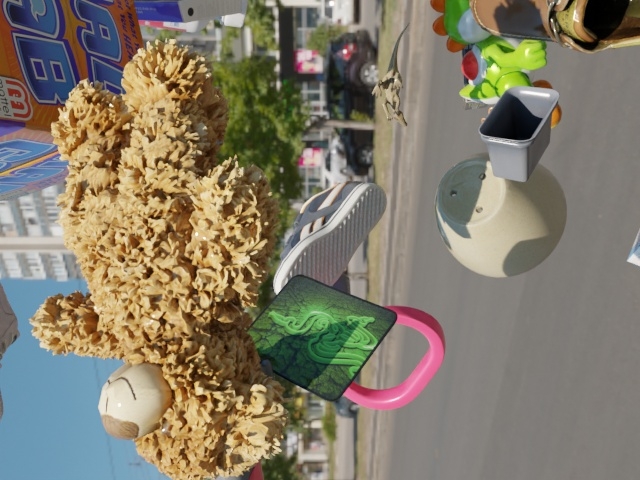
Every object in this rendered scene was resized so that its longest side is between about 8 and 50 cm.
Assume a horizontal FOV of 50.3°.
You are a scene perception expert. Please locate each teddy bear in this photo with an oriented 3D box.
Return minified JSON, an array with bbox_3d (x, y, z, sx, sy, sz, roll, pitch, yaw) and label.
[{"bbox_3d":[-0.130,0.014,0.512,0.113,0.245,0.337,10,-99,-64],"label":"teddy bear"}]

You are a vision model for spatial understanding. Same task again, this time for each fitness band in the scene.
[{"bbox_3d":[0.130,0.240,1.397,0.054,0.209,0.290,-78,13,-52],"label":"fitness band"}]

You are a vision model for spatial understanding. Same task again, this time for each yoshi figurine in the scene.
[{"bbox_3d":[0.366,-0.393,1.298,0.362,0.203,0.204,52,157,-26],"label":"yoshi figurine"}]

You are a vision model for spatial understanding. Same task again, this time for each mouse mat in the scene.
[{"bbox_3d":[-0.010,0.123,0.911,0.152,0.190,0.007,-50,-41,-26],"label":"mouse mat"}]

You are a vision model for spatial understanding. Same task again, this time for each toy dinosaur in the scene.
[{"bbox_3d":[0.125,-0.278,1.190,0.092,0.053,0.183,-63,-26,-56],"label":"toy dinosaur"}]

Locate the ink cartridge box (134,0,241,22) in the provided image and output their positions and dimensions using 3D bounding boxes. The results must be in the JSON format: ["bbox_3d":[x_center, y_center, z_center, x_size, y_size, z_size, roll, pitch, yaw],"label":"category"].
[{"bbox_3d":[-0.286,-0.424,1.237,0.208,0.206,0.045,-29,-55,-48],"label":"ink cartridge box"}]

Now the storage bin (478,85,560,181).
[{"bbox_3d":[0.296,-0.158,1.031,0.135,0.098,0.091,-51,-39,-33],"label":"storage bin"}]

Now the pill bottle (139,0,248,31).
[{"bbox_3d":[-0.370,-0.599,1.541,0.229,0.408,0.228,-175,90,-78],"label":"pill bottle"}]

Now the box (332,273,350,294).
[{"bbox_3d":[-0.002,0.150,1.766,0.207,0.108,0.153,35,-134,-61],"label":"box"}]

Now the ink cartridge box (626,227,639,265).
[{"bbox_3d":[0.685,-0.016,1.345,0.143,0.092,0.090,-62,-17,-17],"label":"ink cartridge box"}]

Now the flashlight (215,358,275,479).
[{"bbox_3d":[-0.081,0.305,0.848,0.103,0.103,0.304,-12,-91,-71],"label":"flashlight"}]

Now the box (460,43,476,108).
[{"bbox_3d":[0.361,-0.454,1.612,0.216,0.060,0.270,-31,-64,-77],"label":"box"}]

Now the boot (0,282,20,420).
[{"bbox_3d":[-0.576,0.193,1.196,0.123,0.095,0.258,-21,-82,-59],"label":"boot"}]

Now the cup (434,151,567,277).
[{"bbox_3d":[0.416,-0.090,1.701,0.237,0.331,0.331,22,-117,-54],"label":"cup"}]

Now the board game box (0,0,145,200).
[{"bbox_3d":[-0.509,-0.273,1.014,0.356,0.356,0.356,-7,-97,-68],"label":"board game box"}]

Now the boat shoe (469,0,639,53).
[{"bbox_3d":[0.264,-0.246,0.673,0.104,0.307,0.110,-52,-57,-24],"label":"boat shoe"}]

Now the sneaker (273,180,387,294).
[{"bbox_3d":[0.000,0.000,1.430,0.321,0.127,0.126,-47,-53,-22],"label":"sneaker"}]
